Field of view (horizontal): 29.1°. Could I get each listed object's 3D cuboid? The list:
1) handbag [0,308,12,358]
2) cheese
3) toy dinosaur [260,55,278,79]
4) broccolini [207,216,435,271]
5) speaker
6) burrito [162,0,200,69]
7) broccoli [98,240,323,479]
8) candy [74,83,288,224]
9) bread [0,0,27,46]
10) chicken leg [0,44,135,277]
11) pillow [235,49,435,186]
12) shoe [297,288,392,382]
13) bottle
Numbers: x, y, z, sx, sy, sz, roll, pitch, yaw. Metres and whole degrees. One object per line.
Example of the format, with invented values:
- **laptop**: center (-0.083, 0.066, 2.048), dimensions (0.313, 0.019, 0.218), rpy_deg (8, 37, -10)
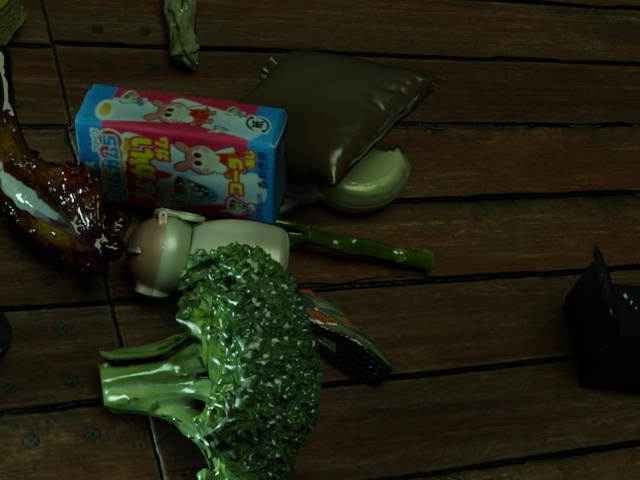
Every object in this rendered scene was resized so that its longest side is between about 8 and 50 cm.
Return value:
- **handbag**: center (-0.549, 0.051, 1.666), dimensions (0.191, 0.075, 0.332), rpy_deg (-15, 66, -28)
- **cheese**: center (0.033, -0.089, 2.047), dimensions (0.163, 0.071, 0.249), rpy_deg (37, 54, 11)
- **toy dinosaur**: center (-0.076, -0.278, 2.175), dimensions (0.060, 0.029, 0.120), rpy_deg (25, 46, -17)
- **broccolini**: center (0.002, -0.005, 1.990), dimensions (0.392, 0.079, 0.074), rpy_deg (12, 50, -26)
- **speaker**: center (0.584, 0.144, 2.057), dimensions (0.388, 0.184, 0.180), rpy_deg (9, 52, -21)
- **burrito**: center (-0.243, -0.392, 2.163), dimensions (0.063, 0.058, 0.230), rpy_deg (3, 52, -18)
- **broccoli**: center (-0.123, 0.193, 1.677), dimensions (0.249, 0.302, 0.375), rpy_deg (2, 82, -46)
- **candy**: center (-0.206, -0.128, 1.847), dimensions (0.305, 0.157, 0.100), rpy_deg (9, 43, 6)
- **bread**: center (-0.656, -0.364, 1.877), dimensions (0.323, 0.143, 0.333), rpy_deg (30, 43, -1)
- **chicken leg**: center (-0.418, -0.105, 1.792), dimensions (0.407, 0.158, 0.096), rpy_deg (57, 14, 19)
- **pillow**: center (-0.015, -0.205, 2.020), dimensions (0.305, 0.108, 0.308), rpy_deg (16, 46, 32)
- **shoe**: center (0.030, 0.140, 1.878), dimensions (0.194, 0.074, 0.077), rpy_deg (30, 43, 2)
- **bottle**: center (-0.174, 0.032, 1.817), dimensions (0.236, 0.148, 0.148), rpy_deg (11, 51, -11)
